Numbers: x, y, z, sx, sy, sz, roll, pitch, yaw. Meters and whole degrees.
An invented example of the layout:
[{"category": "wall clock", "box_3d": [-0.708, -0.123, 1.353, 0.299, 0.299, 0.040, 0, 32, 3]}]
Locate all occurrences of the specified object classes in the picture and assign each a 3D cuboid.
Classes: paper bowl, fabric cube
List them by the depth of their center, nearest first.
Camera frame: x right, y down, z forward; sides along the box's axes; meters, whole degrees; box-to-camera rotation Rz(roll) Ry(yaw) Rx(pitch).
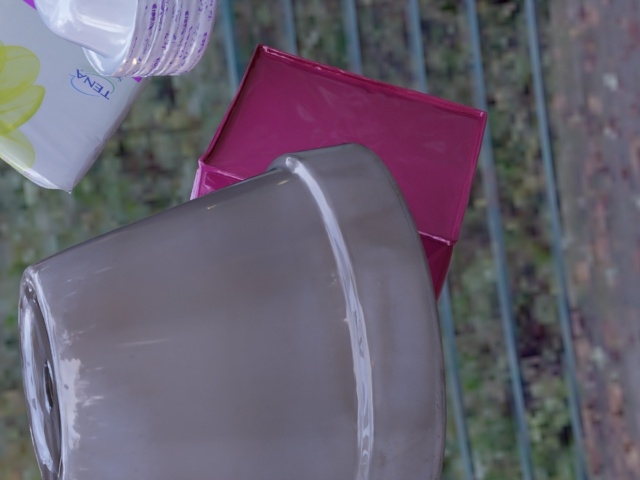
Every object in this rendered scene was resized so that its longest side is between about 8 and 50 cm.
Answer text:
[{"category": "fabric cube", "box_3d": [0.000, 0.000, 1.841, 0.254, 0.259, 0.258, -69, -5, -54]}, {"category": "paper bowl", "box_3d": [-0.212, -0.309, 1.888, 0.284, 0.148, 0.284, 177, 90, -67]}]

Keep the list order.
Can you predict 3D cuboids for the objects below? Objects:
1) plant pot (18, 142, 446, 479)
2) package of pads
[{"category": "plant pot", "box_3d": [-0.085, 0.094, 1.464, 0.323, 0.280, 0.323, 174, 90, -72]}, {"category": "package of pads", "box_3d": [-0.368, -0.221, 2.244, 0.229, 0.296, 0.101, -56, 14, -1]}]
